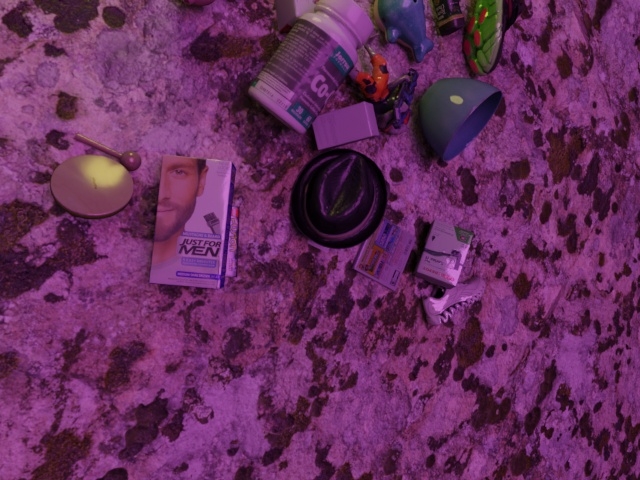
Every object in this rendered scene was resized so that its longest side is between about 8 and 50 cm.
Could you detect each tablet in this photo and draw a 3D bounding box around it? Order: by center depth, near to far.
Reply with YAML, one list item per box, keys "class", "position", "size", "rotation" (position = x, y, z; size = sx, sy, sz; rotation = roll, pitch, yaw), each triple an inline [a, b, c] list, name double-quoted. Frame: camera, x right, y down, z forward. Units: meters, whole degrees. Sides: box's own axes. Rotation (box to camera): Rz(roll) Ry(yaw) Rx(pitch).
- class: "tablet"
  position: [0.000, 0.000, 1.520]
  size: [0.083, 0.006, 0.054]
  rotation: [27, 78, -25]

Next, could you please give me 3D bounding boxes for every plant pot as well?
- class: "plant pot"
  position: [0.459, -0.453, 1.635]
  size: [0.290, 0.290, 0.195]
  rotation: [-38, 71, -22]

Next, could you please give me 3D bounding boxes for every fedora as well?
- class: "fedora"
  position: [0.064, -0.146, 1.413]
  size: [0.333, 0.152, 0.335]
  rotation: [1, 78, -3]

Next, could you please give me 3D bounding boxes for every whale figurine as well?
- class: "whale figurine"
  position: [0.307, -0.752, 1.600]
  size: [0.216, 0.141, 0.272]
  rotation: [-48, 111, -20]

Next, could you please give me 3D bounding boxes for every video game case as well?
- class: "video game case"
  position: [0.225, 0.041, 1.631]
  size: [0.193, 0.023, 0.213]
  rotation: [29, 78, -25]

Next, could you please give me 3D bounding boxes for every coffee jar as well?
- class: "coffee jar"
  position: [0.463, -0.854, 1.708]
  size: [0.079, 0.096, 0.185]
  rotation: [-22, 100, -23]

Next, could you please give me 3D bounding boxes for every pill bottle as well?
- class: "pill bottle"
  position: [-0.025, -0.504, 1.330]
  size: [0.204, 0.204, 0.361]
  rotation: [34, 97, -24]

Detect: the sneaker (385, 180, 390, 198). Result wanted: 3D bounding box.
- class: "sneaker"
  position: [0.141, -0.128, 1.548]
  size: [0.130, 0.087, 0.228]
  rotation: [40, 78, -29]

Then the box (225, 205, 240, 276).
- class: "box"
  position: [-0.294, 0.002, 1.346]
  size: [0.113, 0.036, 0.207]
  rotation: [3, 89, -28]

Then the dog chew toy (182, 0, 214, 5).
- class: "dog chew toy"
  position: [-0.281, -0.785, 1.264]
  size: [0.206, 0.206, 0.332]
  rotation: [34, 83, -24]

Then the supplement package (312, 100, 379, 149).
- class: "supplement package"
  position: [0.078, -0.353, 1.450]
  size: [0.105, 0.179, 0.105]
  rotation: [-29, 108, -67]

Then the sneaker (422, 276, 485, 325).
- class: "sneaker"
  position: [0.498, 0.198, 1.738]
  size: [0.292, 0.110, 0.119]
  rotation: [-28, 94, -25]

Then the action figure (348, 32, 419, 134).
- class: "action figure"
  position: [0.211, -0.510, 1.577]
  size: [0.330, 0.178, 0.341]
  rotation: [57, 40, -24]

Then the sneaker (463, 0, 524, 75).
- class: "sneaker"
  position: [0.684, -0.859, 1.778]
  size: [0.202, 0.185, 0.484]
  rotation: [14, 85, -23]

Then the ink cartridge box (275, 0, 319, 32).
- class: "ink cartridge box"
  position: [-0.031, -0.717, 1.428]
  size: [0.176, 0.128, 0.128]
  rotation: [-10, 95, -29]

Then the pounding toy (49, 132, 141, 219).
- class: "pounding toy"
  position: [-0.565, -0.132, 1.180]
  size: [0.182, 0.110, 0.237]
  rotation: [15, 54, -16]

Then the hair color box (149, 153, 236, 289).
- class: "hair color box"
  position: [-0.338, -0.047, 1.251]
  size: [0.185, 0.110, 0.340]
  rotation: [5, 86, -4]

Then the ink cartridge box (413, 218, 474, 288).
- class: "ink cartridge box"
  position: [0.440, 0.051, 1.675]
  size: [0.152, 0.087, 0.209]
  rotation: [20, 80, 6]
